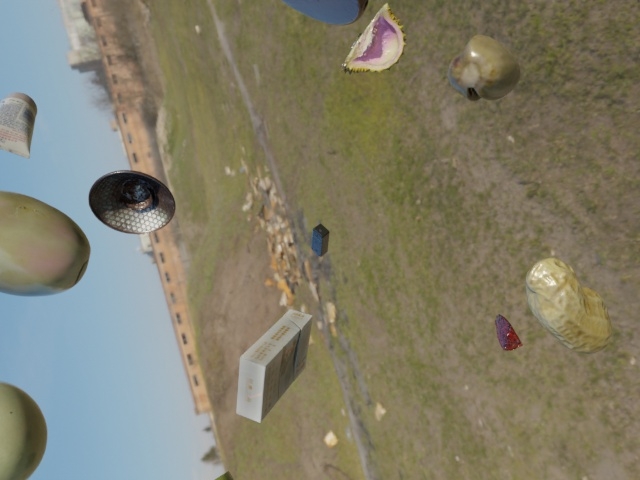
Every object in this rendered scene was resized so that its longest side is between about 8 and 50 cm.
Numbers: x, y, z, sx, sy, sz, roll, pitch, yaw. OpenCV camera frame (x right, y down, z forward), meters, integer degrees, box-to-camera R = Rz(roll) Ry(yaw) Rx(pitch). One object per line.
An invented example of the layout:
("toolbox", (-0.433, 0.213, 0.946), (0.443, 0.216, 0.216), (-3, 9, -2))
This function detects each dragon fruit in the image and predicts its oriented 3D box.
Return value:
("dragon fruit", (0.617, 0.298, 2.019), (0.131, 0.063, 0.097), (-109, 26, -74))

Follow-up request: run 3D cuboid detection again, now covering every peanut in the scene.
("peanut", (0.587, 0.159, 1.456), (0.325, 0.153, 0.140), (47, -174, -30))

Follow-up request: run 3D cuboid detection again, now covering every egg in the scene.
("egg", (-0.653, 0.386, 1.199), (0.269, 0.219, 0.219), (22, 127, 54))

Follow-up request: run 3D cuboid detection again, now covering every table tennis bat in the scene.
("table tennis bat", (-0.065, -0.367, 0.808), (0.310, 0.038, 0.200), (32, 174, 34))

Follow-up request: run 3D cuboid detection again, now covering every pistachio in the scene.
("pistachio", (0.342, -0.354, 1.276), (0.130, 0.206, 0.131), (15, 107, 31))

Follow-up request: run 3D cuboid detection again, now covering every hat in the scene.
("hat", (-0.429, -0.108, 1.420), (0.193, 0.193, 0.082), (89, 177, -46))

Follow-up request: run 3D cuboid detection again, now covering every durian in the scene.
("durian", (0.143, -0.539, 1.676), (0.165, 0.132, 0.182), (13, 93, 44))

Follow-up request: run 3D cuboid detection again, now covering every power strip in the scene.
("power strip", (0.000, 0.000, 1.532), (0.038, 0.029, 0.111), (44, 157, 18))

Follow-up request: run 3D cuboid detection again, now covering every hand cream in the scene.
("hand cream", (-0.718, -0.263, 1.426), (0.083, 0.133, 0.247), (-62, 23, 25))

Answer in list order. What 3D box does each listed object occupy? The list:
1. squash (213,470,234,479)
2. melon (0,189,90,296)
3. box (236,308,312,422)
("squash", (-0.291, 0.594, 1.385), (0.041, 0.219, 0.219), (50, 160, 16))
("melon", (-0.676, 0.009, 1.358), (0.223, 0.317, 0.223), (-47, 30, 38))
("box", (-0.098, 0.269, 1.355), (0.233, 0.067, 0.149), (-41, -35, -58))
